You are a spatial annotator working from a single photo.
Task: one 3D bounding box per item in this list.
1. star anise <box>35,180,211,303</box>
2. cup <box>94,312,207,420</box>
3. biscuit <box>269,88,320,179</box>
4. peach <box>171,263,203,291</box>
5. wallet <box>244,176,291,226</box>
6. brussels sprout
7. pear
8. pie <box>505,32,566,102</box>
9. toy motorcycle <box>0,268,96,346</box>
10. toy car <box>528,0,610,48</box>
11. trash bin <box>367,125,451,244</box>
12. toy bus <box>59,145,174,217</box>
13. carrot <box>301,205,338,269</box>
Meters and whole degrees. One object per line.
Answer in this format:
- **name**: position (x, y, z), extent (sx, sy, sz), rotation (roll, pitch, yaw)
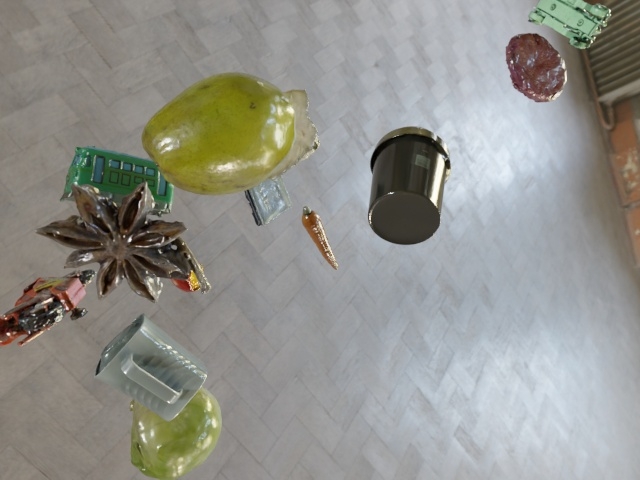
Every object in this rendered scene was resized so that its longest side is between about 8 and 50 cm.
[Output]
- **star anise**: position (-0.287, 0.009, 0.733), extent (0.263, 0.230, 0.081), rotation (22, 21, -15)
- **cup**: position (-0.234, 0.179, 0.660), extent (0.129, 0.128, 0.095), rotation (43, 78, -19)
- **biscuit**: position (-0.091, -0.292, 1.326), extent (0.188, 0.040, 0.265), rotation (16, 100, -11)
- **peach**: position (-0.488, 0.117, 1.711), extent (0.151, 0.151, 0.118), rotation (34, 82, -26)
- **wallet**: position (-0.183, -0.173, 1.609), extent (0.167, 0.036, 0.221), rotation (-40, 125, -39)
- **brussels sprout**: position (-0.451, 0.576, 1.491), extent (0.274, 0.242, 0.316), rotation (-2, 54, -18)
- **pear**: position (-0.204, -0.217, 0.997), extent (0.307, 0.253, 0.252), rotation (-32, 97, -20)
- **pie**: position (0.434, -0.349, 0.958), extent (0.155, 0.036, 0.154), rotation (5, 76, -20)
- **toy motorcycle**: position (-0.636, 0.146, 1.111), extent (0.171, 0.298, 0.089), rotation (-13, 108, -3)
- **toy car**: position (0.441, -0.398, 0.841), extent (0.054, 0.073, 0.143), rotation (-3, 44, -34)
- **trash bin**: position (0.231, -0.161, 1.241), extent (0.214, 0.214, 0.333), rotation (37, 43, -24)
- **toy bus**: position (-0.684, -0.199, 1.626), extent (0.344, 0.184, 0.199), rotation (9, 83, -38)
- **carrot**: position (0.000, 0.000, 1.781), extent (0.069, 0.069, 0.335), rotation (-58, 138, -35)
